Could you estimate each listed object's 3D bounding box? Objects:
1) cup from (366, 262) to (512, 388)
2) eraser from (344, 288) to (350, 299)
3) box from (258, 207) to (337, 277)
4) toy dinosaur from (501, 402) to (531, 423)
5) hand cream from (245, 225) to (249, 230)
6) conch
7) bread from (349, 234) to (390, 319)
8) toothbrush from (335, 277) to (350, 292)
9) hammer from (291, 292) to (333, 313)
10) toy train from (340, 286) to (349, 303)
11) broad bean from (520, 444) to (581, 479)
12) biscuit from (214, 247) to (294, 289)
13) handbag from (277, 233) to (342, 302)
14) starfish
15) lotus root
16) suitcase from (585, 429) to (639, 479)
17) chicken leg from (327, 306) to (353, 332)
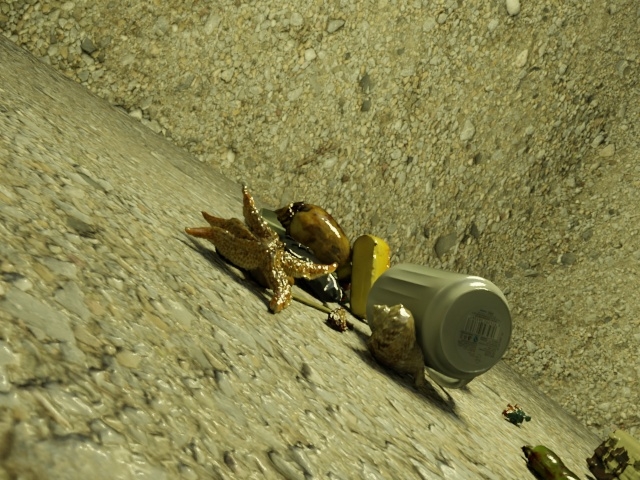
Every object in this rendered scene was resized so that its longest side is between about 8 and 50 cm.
[{"bbox_3d":[0.295,0.225,1.679,0.327,0.237,0.322,13,-56,66],"label":"cup"},{"bbox_3d":[0.210,0.235,2.050,0.111,0.077,0.352,30,6,-47],"label":"eraser"},{"bbox_3d":[-0.048,0.007,2.296,0.373,0.090,0.367,28,4,-8],"label":"box"},{"bbox_3d":[0.571,0.506,2.011,0.154,0.049,0.055,24,8,-43],"label":"toy dinosaur"},{"bbox_3d":[-0.196,-0.014,1.895,0.086,0.055,0.235,36,-4,-17],"label":"hand cream"},{"bbox_3d":[0.175,0.226,1.536,0.207,0.130,0.155,53,18,-4],"label":"conch"},{"bbox_3d":[0.139,0.107,1.985,0.102,0.245,0.094,-8,-19,36],"label":"bread"},{"bbox_3d":[0.103,0.166,2.235,0.364,0.040,0.041,31,4,7],"label":"toothbrush"},{"bbox_3d":[-0.022,0.149,1.630,0.062,0.013,0.199,37,5,37],"label":"hammer"},{"bbox_3d":[0.047,0.150,2.005,0.064,0.044,0.103,45,-2,-34],"label":"toy train"},{"bbox_3d":[0.504,0.500,1.458,0.077,0.061,0.339,46,1,-16],"label":"broad bean"},{"bbox_3d":[-0.142,0.052,1.560,0.164,0.047,0.208,37,5,8],"label":"biscuit"},{"bbox_3d":[-0.044,0.068,1.885,0.211,0.088,0.254,44,-1,-14],"label":"handbag"},{"bbox_3d":[-0.125,0.000,1.456,0.293,0.084,0.301,39,34,11],"label":"starfish"},{"bbox_3d":[0.000,0.000,2.033,0.314,0.141,0.169,49,-11,-6],"label":"lotus root"},{"bbox_3d":[0.919,0.677,1.847,0.339,0.194,0.351,37,4,3],"label":"suitcase"},{"bbox_3d":[0.048,0.187,1.614,0.062,0.037,0.145,58,10,11],"label":"chicken leg"}]
